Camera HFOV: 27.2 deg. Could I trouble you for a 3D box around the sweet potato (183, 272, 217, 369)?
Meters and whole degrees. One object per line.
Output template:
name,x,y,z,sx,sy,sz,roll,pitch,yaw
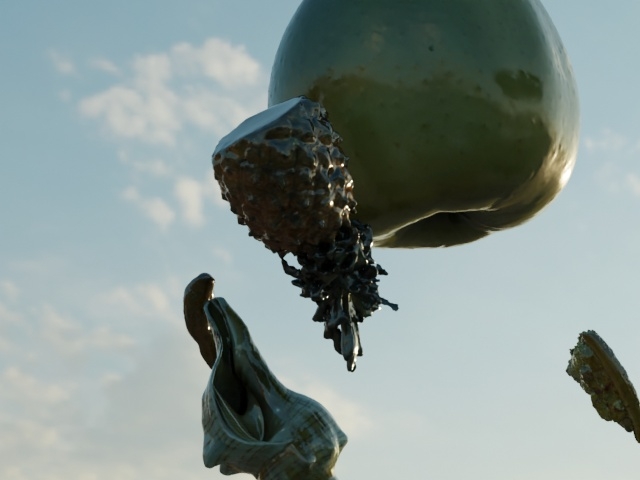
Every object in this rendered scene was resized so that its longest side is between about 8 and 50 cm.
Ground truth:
sweet potato,-0.182,0.127,2.044,0.054,0.182,0.053,-24,34,-25

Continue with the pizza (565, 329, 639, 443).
pizza,0.259,0.137,1.244,0.026,0.123,0.108,-31,8,-16

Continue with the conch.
conch,-0.089,0.271,1.893,0.203,0.386,0.169,-14,-35,-50

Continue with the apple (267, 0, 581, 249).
apple,0.143,-0.204,1.902,0.473,0.474,0.473,3,-21,1

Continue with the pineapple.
pineapple,0.000,0.000,1.600,0.169,0.169,0.340,-13,-67,37
